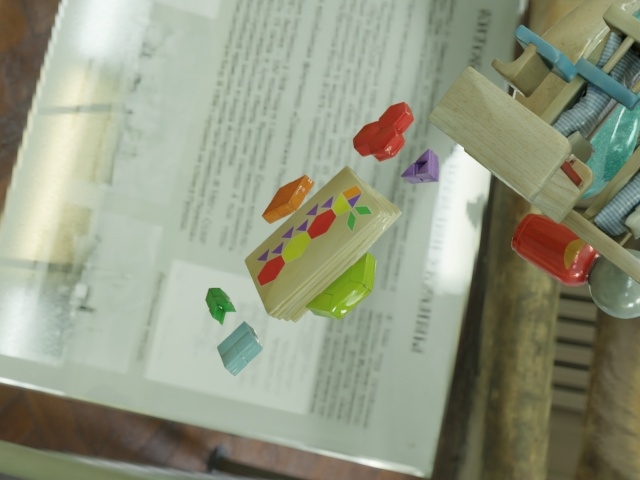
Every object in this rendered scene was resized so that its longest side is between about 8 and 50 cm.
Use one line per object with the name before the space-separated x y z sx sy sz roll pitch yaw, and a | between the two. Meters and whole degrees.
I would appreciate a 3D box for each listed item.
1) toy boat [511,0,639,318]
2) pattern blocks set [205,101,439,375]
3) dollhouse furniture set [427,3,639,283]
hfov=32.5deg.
toy boat | 0.270 -0.076 0.989 0.267 0.148 0.318 -35 143 -39
pattern blocks set | 0.000 0.000 1.230 0.026 0.325 0.285 44 16 -29
dollhouse furniture set | 0.176 -0.063 0.642 0.129 0.129 0.183 -52 156 8
